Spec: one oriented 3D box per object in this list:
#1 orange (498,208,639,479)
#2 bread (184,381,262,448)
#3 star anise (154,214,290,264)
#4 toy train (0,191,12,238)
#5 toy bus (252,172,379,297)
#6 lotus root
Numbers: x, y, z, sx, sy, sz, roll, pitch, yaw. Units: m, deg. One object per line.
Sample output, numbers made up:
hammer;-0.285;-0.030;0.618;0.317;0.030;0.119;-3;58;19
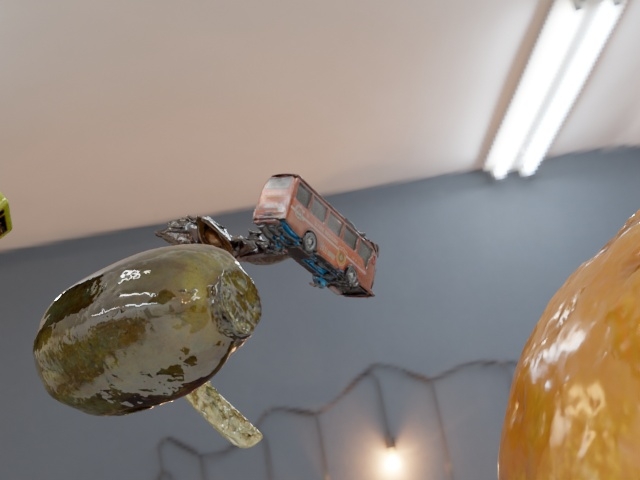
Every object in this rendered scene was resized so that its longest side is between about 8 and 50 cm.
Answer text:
orange;0.196;0.089;0.418;0.261;0.261;0.261;-10;-19;-3
bread;-0.173;0.154;1.383;0.039;0.182;0.251;-46;-58;-11
star anise;-0.152;-0.003;1.623;0.212;0.053;0.157;12;-2;35
toy train;-0.377;-0.033;1.148;0.127;0.089;0.219;-41;-18;-27
toy bus;0.000;0.000;1.579;0.073;0.096;0.235;1;-25;37
lotus root;-0.148;0.073;0.954;0.241;0.123;0.124;-27;19;41
